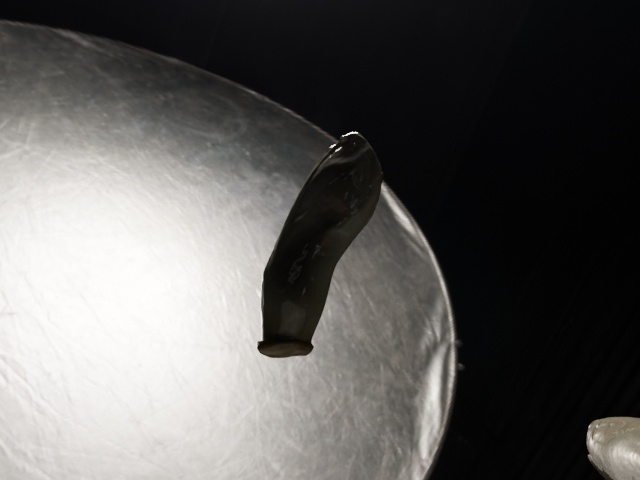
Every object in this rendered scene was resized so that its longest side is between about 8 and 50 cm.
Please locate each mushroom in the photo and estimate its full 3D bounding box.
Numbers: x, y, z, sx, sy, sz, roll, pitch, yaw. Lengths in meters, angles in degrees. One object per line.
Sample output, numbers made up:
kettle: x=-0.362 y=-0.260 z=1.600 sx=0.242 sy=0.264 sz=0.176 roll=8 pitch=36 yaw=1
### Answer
mushroom: x=0.457 y=0.292 z=0.681 sx=0.154 sy=0.137 sz=0.407 roll=35 pitch=-4 yaw=18
mushroom: x=-0.002 y=0.000 z=0.770 sx=0.110 sy=0.351 sz=0.097 roll=25 pitch=-17 yaw=-1
